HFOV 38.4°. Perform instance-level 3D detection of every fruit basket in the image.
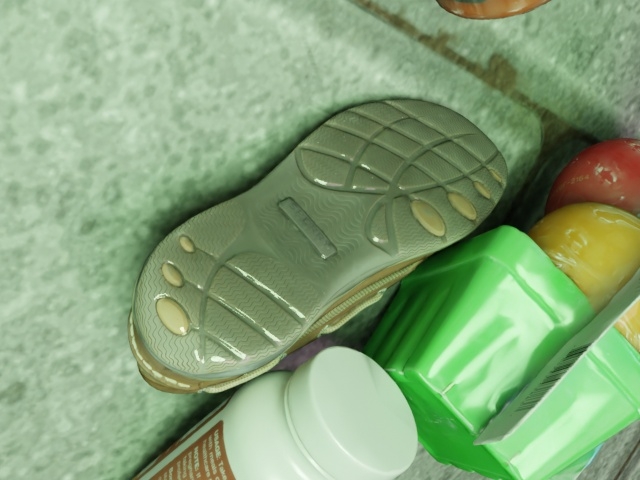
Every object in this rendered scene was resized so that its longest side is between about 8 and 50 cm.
[{"bbox_3d":[0.203,0.025,0.684,0.353,0.327,0.165,-37,90,-14],"label":"fruit basket"}]

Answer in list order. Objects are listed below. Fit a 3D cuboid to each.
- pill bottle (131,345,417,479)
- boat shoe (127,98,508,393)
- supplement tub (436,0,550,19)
[{"bbox_3d":[-0.039,0.167,0.632,0.121,0.121,0.216,13,135,-43],"label":"pill bottle"},{"bbox_3d":[0.000,0.000,0.635,0.324,0.123,0.116,-27,165,-34],"label":"boat shoe"},{"bbox_3d":[0.094,-0.239,0.547,0.106,0.106,0.198,-39,135,-13],"label":"supplement tub"}]
